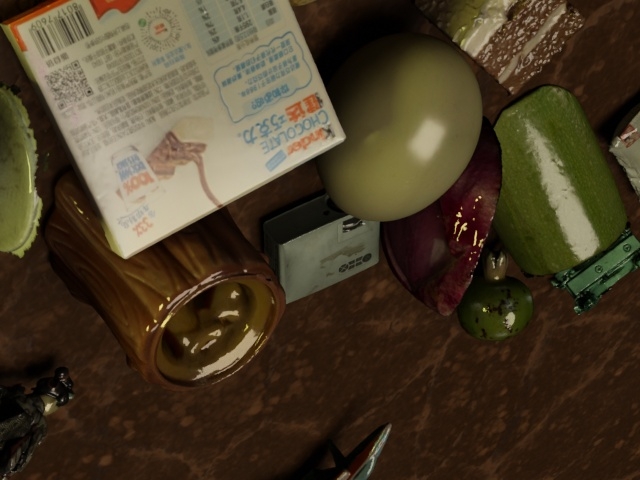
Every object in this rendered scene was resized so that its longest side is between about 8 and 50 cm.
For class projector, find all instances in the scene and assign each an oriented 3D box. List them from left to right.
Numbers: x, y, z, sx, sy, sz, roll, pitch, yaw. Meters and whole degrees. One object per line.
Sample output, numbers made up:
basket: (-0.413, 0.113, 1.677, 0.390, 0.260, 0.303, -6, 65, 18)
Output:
projector: (0.000, 0.000, 1.828, 0.147, 0.061, 0.115, -24, 141, -21)

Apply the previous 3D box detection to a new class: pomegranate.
pomegranate: (0.252, 0.078, 2.103, 0.114, 0.114, 0.142, -13, 108, -32)

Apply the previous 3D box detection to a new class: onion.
onion: (0.135, -0.036, 1.810, 0.111, 0.247, 0.250, 15, 113, -12)

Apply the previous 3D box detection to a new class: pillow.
pillow: (0.492, -0.137, 2.129, 0.128, 0.051, 0.229, -49, 144, -1)

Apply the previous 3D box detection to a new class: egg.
egg: (0.086, -0.128, 1.670, 0.186, 0.186, 0.241, -10, 142, -35)

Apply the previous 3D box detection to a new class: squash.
squash: (0.308, -0.097, 2.033, 0.189, 0.189, 0.260, -34, 107, -10)

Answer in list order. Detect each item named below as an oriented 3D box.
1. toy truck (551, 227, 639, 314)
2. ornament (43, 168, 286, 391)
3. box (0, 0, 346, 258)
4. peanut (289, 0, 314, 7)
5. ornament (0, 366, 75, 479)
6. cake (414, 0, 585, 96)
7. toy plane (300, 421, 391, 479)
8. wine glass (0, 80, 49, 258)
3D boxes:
toy truck: (0.438, 0.043, 2.257, 0.154, 0.080, 0.078, -38, 170, -3)
ornament: (-0.170, 0.038, 1.585, 0.221, 0.217, 0.235, -51, 142, 12)
box: (-0.140, -0.158, 1.457, 0.273, 0.048, 0.265, -29, 111, -16)
peanut: (-0.001, -0.292, 1.541, 0.113, 0.054, 0.054, -44, 143, 5)
ornament: (-0.369, 0.212, 1.675, 0.196, 0.166, 0.153, -21, 143, -47)
cake: (0.204, -0.268, 1.684, 0.147, 0.134, 0.135, 29, 106, -42)
toy plane: (0.000, 0.385, 2.190, 0.223, 0.104, 0.326, 16, 112, -49)
wine glass: (-0.437, -0.047, 1.302, 0.357, 0.190, 0.190, -11, 134, -41)
